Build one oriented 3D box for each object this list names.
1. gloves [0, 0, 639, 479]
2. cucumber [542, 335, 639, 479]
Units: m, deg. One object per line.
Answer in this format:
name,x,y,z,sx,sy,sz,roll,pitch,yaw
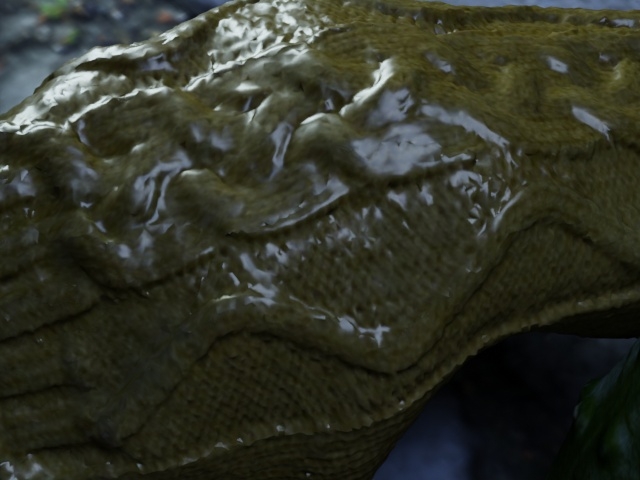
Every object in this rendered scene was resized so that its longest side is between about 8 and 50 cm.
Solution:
gloves,0.006,-0.014,0.687,0.356,0.155,0.203,-19,42,-13
cucumber,0.151,0.064,0.610,0.134,0.244,0.134,7,48,-8
